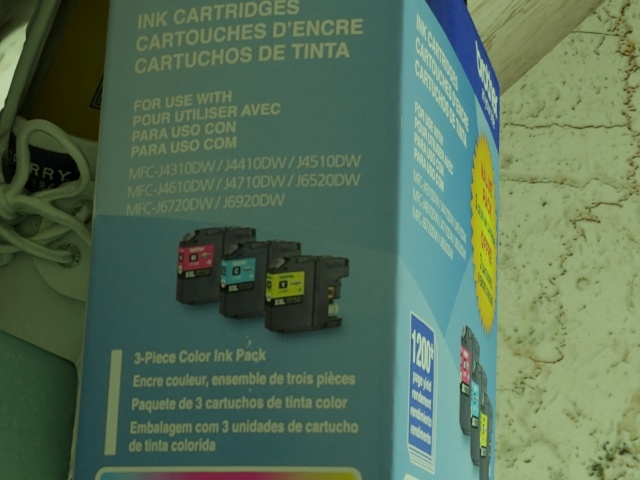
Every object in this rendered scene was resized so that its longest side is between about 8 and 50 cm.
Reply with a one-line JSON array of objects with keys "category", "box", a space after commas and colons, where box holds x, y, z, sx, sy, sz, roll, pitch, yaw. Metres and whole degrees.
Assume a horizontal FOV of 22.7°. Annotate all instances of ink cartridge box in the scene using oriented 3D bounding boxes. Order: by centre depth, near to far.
[{"category": "ink cartridge box", "box": [0.000, 0.000, 0.796, 0.151, 0.396, 0.270, -3, 164, 14]}]

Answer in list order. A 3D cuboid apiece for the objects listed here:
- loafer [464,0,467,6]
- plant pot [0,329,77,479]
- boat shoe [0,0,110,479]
[{"category": "loafer", "box": [0.051, -0.183, 1.260, 0.366, 0.130, 0.134, -48, 160, 17]}, {"category": "plant pot", "box": [-0.278, 0.133, 0.627, 0.247, 0.252, 0.248, -26, -135, 27]}, {"category": "boat shoe", "box": [-0.136, -0.025, 0.832, 0.156, 0.135, 0.367, 58, 51, -72]}]
